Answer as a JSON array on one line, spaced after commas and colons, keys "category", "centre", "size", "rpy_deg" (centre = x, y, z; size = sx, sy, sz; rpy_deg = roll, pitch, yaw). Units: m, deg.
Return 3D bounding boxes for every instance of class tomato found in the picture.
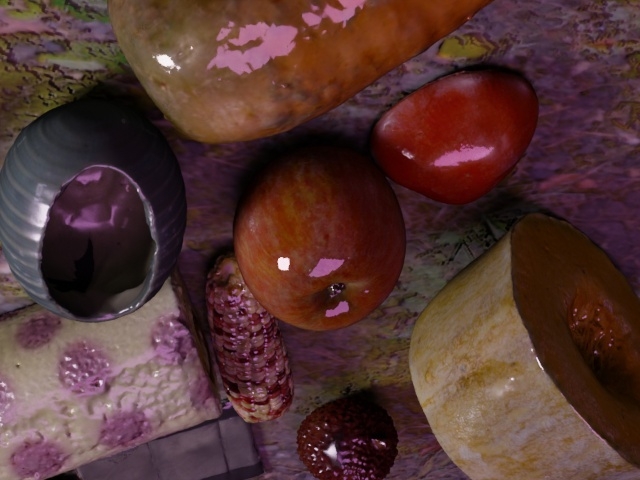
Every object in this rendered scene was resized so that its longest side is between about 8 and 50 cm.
[{"category": "tomato", "centre": [0.153, -0.103, 1.537], "size": [0.166, 0.082, 0.174], "rpy_deg": [23, 126, -32]}]

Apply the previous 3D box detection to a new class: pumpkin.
[{"category": "pumpkin", "centre": [0.249, 0.149, 1.667], "size": [0.199, 0.332, 0.332], "rpy_deg": [-28, 136, 29]}]

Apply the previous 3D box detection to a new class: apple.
[{"category": "apple", "centre": [0.000, 0.000, 1.527], "size": [0.188, 0.174, 0.188], "rpy_deg": [-9, 138, -8]}]

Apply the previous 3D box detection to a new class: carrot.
[{"category": "carrot", "centre": [-0.009, -0.231, 1.270], "size": [0.340, 0.224, 0.224], "rpy_deg": [-28, 134, 6]}]

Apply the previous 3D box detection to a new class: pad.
[{"category": "pad", "centre": [-0.195, 0.286, 1.854], "size": [0.233, 0.022, 0.174], "rpy_deg": [-15, 135, -3]}]

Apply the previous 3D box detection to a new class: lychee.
[{"category": "lychee", "centre": [0.032, 0.256, 1.828], "size": [0.123, 0.129, 0.123], "rpy_deg": [-29, 128, -45]}]

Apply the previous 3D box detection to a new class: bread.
[{"category": "bread", "centre": [-0.289, 0.166, 1.614], "size": [0.338, 0.155, 0.187], "rpy_deg": [-18, 131, 2]}]

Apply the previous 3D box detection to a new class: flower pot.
[{"category": "flower pot", "centre": [-0.229, -0.030, 1.442], "size": [0.189, 0.157, 0.243], "rpy_deg": [-2, 134, -13]}]

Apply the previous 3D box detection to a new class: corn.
[{"category": "corn", "centre": [-0.085, 0.116, 1.677], "size": [0.086, 0.086, 0.253], "rpy_deg": [-14, 135, -3]}]
